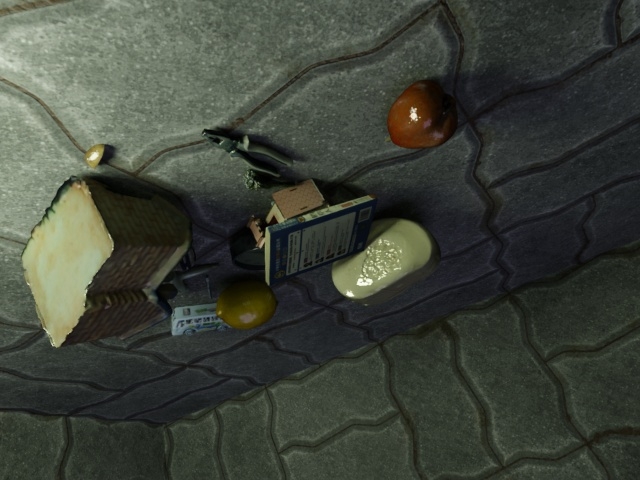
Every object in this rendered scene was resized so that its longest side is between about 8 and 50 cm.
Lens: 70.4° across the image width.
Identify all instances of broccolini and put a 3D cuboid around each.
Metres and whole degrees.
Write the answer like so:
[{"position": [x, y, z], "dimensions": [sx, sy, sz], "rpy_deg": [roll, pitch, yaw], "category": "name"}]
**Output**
[{"position": [-0.170, -0.185, 1.523], "dimensions": [0.203, 0.091, 0.068], "rpy_deg": [11, 106, -40], "category": "broccolini"}]

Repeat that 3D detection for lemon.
[{"position": [-0.336, 0.293, 2.083], "dimensions": [0.263, 0.235, 0.236], "rpy_deg": [20, 134, -36], "category": "lemon"}]

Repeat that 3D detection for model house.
[{"position": [-0.643, 0.053, 1.472], "dimensions": [0.445, 0.395, 0.400], "rpy_deg": [-49, 152, 22], "category": "model house"}, {"position": [-0.074, -0.102, 1.649], "dimensions": [0.326, 0.169, 0.244], "rpy_deg": [2, 138, -36], "category": "model house"}]

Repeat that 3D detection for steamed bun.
[{"position": [0.282, 0.083, 1.979], "dimensions": [0.456, 0.289, 0.371], "rpy_deg": [-31, 159, 12], "category": "steamed bun"}]

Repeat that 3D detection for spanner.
[{"position": [-0.225, -0.273, 1.402], "dimensions": [0.096, 0.040, 0.325], "rpy_deg": [-37, 145, 30], "category": "spanner"}]

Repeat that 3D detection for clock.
[{"position": [-0.206, 0.050, 1.846], "dimensions": [0.319, 0.066, 0.319], "rpy_deg": [-6, 160, -2], "category": "clock"}]

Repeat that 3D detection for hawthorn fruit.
[{"position": [0.288, -0.360, 1.384], "dimensions": [0.200, 0.199, 0.251], "rpy_deg": [13, 152, -40], "category": "hawthorn fruit"}]

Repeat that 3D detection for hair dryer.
[{"position": [-0.538, 0.153, 1.940], "dimensions": [0.237, 0.075, 0.206], "rpy_deg": [-22, 157, -7], "category": "hair dryer"}]

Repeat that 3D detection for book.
[{"position": [0.000, 0.000, 1.651], "dimensions": [0.428, 0.039, 0.300], "rpy_deg": [-19, 144, -23], "category": "book"}]

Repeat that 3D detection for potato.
[{"position": [-0.638, -0.233, 1.271], "dimensions": [0.036, 0.037, 0.093], "rpy_deg": [19, 136, -38], "category": "potato"}]

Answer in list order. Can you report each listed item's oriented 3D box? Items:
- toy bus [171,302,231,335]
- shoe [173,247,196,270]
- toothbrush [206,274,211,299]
[{"position": [-0.567, 0.381, 2.240], "dimensions": [0.330, 0.109, 0.135], "rpy_deg": [-5, 138, -19], "category": "toy bus"}, {"position": [-0.586, 0.080, 1.759], "dimensions": [0.207, 0.106, 0.091], "rpy_deg": [-19, 110, -30], "category": "shoe"}, {"position": [-0.512, 0.217, 2.079], "dimensions": [0.016, 0.019, 0.219], "rpy_deg": [-6, 149, -13], "category": "toothbrush"}]
